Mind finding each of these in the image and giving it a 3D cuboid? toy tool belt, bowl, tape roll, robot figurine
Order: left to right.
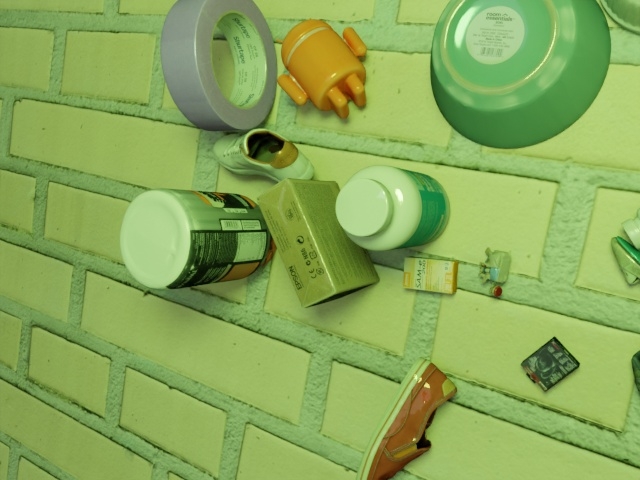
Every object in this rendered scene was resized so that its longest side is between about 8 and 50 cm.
[{"bbox_3d":[-0.198,-0.365,1.134,0.090,0.275,0.275,3,93,28],"label":"tape roll"},{"bbox_3d":[0.007,-0.352,1.109,0.219,0.128,0.158,54,129,15],"label":"robot figurine"},{"bbox_3d":[0.314,0.057,1.007,0.051,0.052,0.083,18,98,59],"label":"toy tool belt"},{"bbox_3d":[0.311,-0.318,0.924,0.311,0.163,0.312,2,94,28],"label":"bowl"}]

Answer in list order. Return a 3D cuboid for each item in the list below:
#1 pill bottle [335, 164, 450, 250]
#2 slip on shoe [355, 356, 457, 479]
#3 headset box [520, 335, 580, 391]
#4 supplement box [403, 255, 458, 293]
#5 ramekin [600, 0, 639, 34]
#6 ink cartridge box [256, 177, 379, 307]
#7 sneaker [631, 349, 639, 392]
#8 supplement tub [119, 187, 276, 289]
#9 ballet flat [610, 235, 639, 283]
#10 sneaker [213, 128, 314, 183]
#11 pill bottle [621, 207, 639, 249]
[{"bbox_3d":[0.126,-0.056,0.976,0.146,0.264,0.146,1,93,28],"label":"pill bottle"},{"bbox_3d":[0.158,0.389,1.067,0.101,0.123,0.331,29,101,20],"label":"slip on shoe"},{"bbox_3d":[0.400,0.219,0.970,0.083,0.032,0.062,-48,70,22],"label":"headset box"},{"bbox_3d":[0.212,0.065,1.064,0.098,0.036,0.062,4,93,29],"label":"supplement box"},{"bbox_3d":[0.529,-0.427,0.830,0.207,0.109,0.207,1,92,28],"label":"ramekin"},{"bbox_3d":[0.000,0.000,1.087,0.088,0.193,0.235,-29,78,28],"label":"ink cartridge box"},{"bbox_3d":[0.564,0.184,0.782,0.300,0.111,0.121,-49,57,56],"label":"sneaker"},{"bbox_3d":[-0.234,-0.006,1.146,0.193,0.316,0.194,1,92,28],"label":"supplement tub"},{"bbox_3d":[0.524,0.064,0.885,0.168,0.057,0.052,45,121,20],"label":"ballet flat"},{"bbox_3d":[-0.143,-0.202,1.172,0.290,0.123,0.106,19,70,39],"label":"sneaker"},{"bbox_3d":[0.542,-0.035,0.862,0.120,0.067,0.067,-33,77,26],"label":"pill bottle"}]
